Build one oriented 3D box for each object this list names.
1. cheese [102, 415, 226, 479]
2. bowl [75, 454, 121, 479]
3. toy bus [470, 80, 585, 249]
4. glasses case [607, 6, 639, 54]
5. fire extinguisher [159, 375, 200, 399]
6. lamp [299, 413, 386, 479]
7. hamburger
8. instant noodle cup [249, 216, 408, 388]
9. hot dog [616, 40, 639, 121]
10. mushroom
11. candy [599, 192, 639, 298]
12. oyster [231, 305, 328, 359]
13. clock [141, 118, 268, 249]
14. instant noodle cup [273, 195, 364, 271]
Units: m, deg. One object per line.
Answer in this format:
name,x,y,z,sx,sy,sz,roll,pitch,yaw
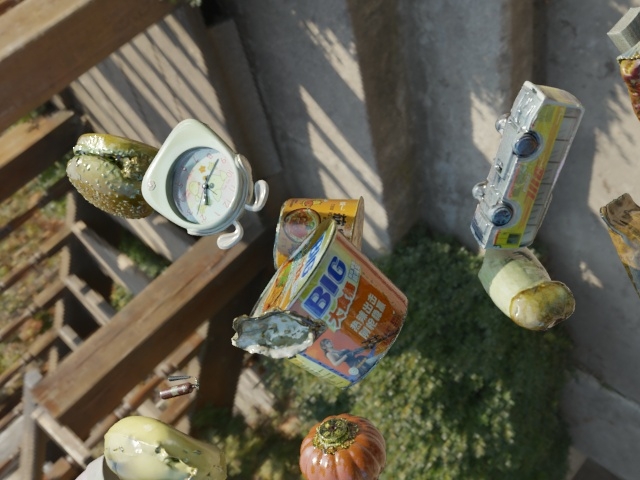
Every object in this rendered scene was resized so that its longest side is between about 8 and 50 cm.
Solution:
cheese,-0.303,0.428,1.544,0.259,0.128,0.316,16,163,-11
bowl,-0.482,0.643,1.761,0.287,0.143,0.287,60,173,12
toy bus,0.320,-0.111,1.228,0.092,0.106,0.268,-105,25,-58
glasses case,0.632,-0.340,1.471,0.205,0.071,0.047,45,175,-18
fire extinguisher,-0.299,0.310,1.675,0.100,0.046,0.032,-18,135,16
lamp,0.057,0.536,1.942,0.223,0.223,0.197,19,138,48
hamburger,-0.373,-0.119,1.444,0.189,0.122,0.215,21,165,-12
instant noodle cup,0.020,0.133,1.498,0.214,0.296,0.296,37,159,-10
hot dog,0.601,-0.237,1.318,0.162,0.082,0.270,14,155,52
mushroom,0.322,0.052,1.322,0.333,0.107,0.087,-108,14,-64
candy,0.641,0.031,1.519,0.101,0.143,0.271,-34,88,43
oyster,-0.062,0.135,1.193,0.148,0.051,0.103,7,134,3
clock,-0.171,-0.081,1.190,0.191,0.152,0.062,38,-170,17
instant noodle cup,0.000,0.000,1.698,0.172,0.216,0.216,7,147,8
